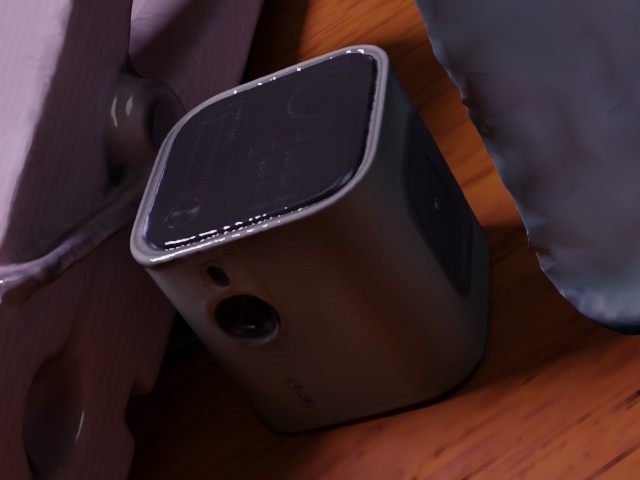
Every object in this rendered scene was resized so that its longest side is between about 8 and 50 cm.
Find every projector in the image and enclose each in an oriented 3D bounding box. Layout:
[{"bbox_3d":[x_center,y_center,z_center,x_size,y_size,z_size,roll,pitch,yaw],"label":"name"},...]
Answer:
[{"bbox_3d":[0.000,0.000,0.429,0.083,0.082,0.083,-18,36,22],"label":"projector"}]

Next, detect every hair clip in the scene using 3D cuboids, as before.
[{"bbox_3d":[-0.091,-0.008,0.459,0.085,0.101,0.330,-10,50,22],"label":"hair clip"}]

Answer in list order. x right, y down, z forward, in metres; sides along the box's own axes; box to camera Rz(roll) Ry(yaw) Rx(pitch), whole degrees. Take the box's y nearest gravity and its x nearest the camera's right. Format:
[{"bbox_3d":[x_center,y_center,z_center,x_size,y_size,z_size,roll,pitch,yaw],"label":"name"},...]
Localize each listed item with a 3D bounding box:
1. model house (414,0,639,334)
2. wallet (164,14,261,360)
[{"bbox_3d":[0.198,-0.153,0.343,0.295,0.251,0.329,-5,36,35],"label":"model house"},{"bbox_3d":[-0.094,-0.042,0.607,0.146,0.030,0.285,-20,36,24],"label":"wallet"}]
